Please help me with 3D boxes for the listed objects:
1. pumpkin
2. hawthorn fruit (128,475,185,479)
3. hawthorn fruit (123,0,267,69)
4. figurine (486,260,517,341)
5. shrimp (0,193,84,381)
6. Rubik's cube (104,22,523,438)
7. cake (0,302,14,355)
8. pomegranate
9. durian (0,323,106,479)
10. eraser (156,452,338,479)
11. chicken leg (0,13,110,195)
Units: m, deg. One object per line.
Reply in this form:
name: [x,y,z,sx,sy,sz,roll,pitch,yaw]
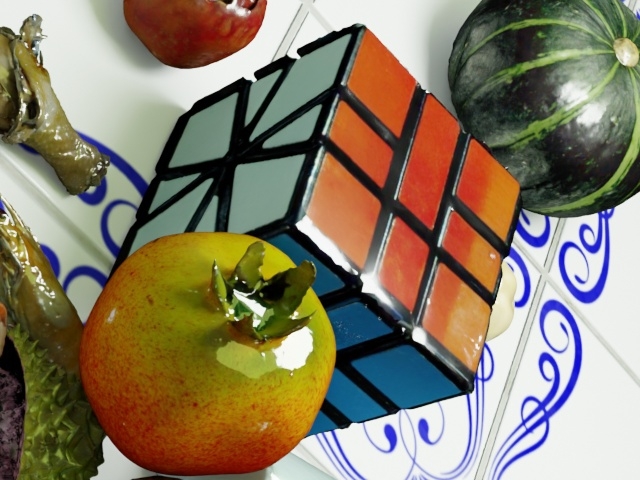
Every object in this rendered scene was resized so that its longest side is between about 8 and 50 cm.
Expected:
pumpkin: [0.309,-0.189,2.116,0.323,0.241,0.323,26,54,-41]
hawthorn fruit: [-0.134,0.329,1.399,0.258,0.261,0.258,-6,98,-50]
hawthorn fruit: [-0.121,-0.253,1.729,0.148,0.172,0.148,2,88,-51]
figurine: [0.132,0.072,1.846,0.114,0.196,0.108,51,49,-21]
shrimp: [-0.283,0.073,1.498,0.150,0.068,0.249,-20,94,-44]
Rubik's cube: [0.000,0.000,1.668,0.283,0.288,0.294,44,48,-25]
cake: [-0.337,0.141,1.380,0.098,0.135,0.287,22,67,-58]
pomegranate: [-0.088,0.089,1.408,0.220,0.256,0.221,18,54,-25]
durian: [-0.228,0.165,1.428,0.108,0.119,0.187,2,88,-33]
eraser: [-0.009,0.276,1.621,0.290,0.189,0.104,36,80,-33]
chicken leg: [-0.274,-0.125,1.580,0.196,0.080,0.125,59,29,-13]
